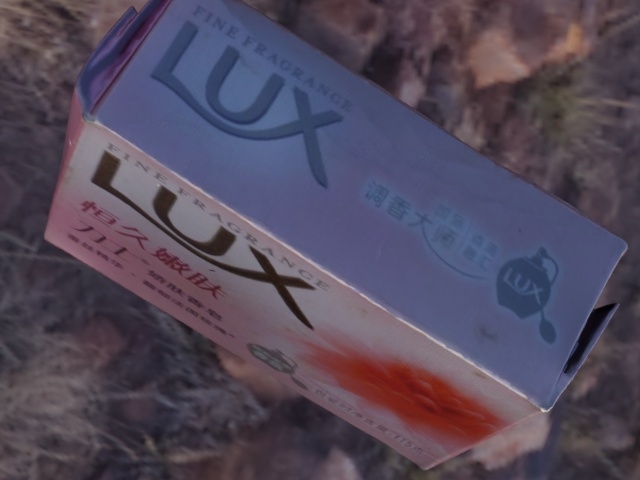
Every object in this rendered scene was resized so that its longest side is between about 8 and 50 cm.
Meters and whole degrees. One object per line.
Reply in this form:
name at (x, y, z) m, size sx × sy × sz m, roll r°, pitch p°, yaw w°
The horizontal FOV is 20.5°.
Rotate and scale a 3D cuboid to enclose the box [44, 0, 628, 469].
box at (0.000, 0.000, 0.506) m, size 0.156 × 0.111 × 0.060 m, roll 30°, pitch 68°, yaw -4°
